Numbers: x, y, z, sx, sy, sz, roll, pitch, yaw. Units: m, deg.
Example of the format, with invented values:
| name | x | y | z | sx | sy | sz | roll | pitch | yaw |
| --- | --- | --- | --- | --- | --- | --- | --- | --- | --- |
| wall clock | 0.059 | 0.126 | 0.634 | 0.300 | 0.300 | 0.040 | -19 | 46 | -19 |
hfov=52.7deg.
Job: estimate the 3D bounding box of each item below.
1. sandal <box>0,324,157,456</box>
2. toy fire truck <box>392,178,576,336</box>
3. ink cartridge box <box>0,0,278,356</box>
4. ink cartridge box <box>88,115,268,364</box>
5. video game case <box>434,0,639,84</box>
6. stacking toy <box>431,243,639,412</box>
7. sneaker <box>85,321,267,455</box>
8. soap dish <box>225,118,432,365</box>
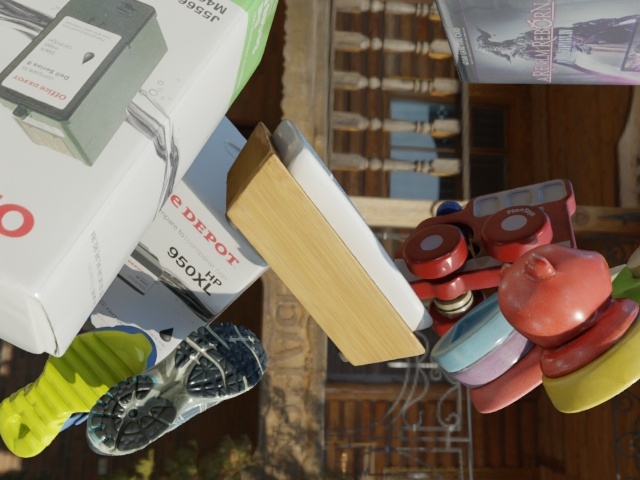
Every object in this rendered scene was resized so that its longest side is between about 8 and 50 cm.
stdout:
| name | x | y | z | sx | sy | sz | roll | pitch | yaw |
| --- | --- | --- | --- | --- | --- | --- | --- | --- | --- |
| sandal | -0.371 | 0.219 | 1.020 | 0.126 | 0.317 | 0.138 | 60 | 24 | 1 |
| toy fire truck | 0.269 | 0.008 | 1.066 | 0.169 | 0.302 | 0.254 | 63 | 27 | -29 |
| ink cartridge box | -0.171 | -0.101 | 0.388 | 0.273 | 0.198 | 0.115 | -64 | -176 | -29 |
| ink cartridge box | -0.246 | 0.002 | 1.047 | 0.395 | 0.285 | 0.166 | -43 | -179 | 37 |
| video game case | 0.245 | -0.173 | 0.537 | 0.196 | 0.274 | 0.026 | 21 | 74 | -70 |
| stacking toy | 0.258 | 0.049 | 0.697 | 0.130 | 0.279 | 0.309 | 50 | -21 | 5 |
| sneaker | -0.204 | 0.206 | 0.909 | 0.122 | 0.283 | 0.110 | -41 | -105 | 48 |
| soap dish | 0.000 | 0.000 | 0.793 | 0.291 | 0.118 | 0.229 | 52 | 5 | -20 |
